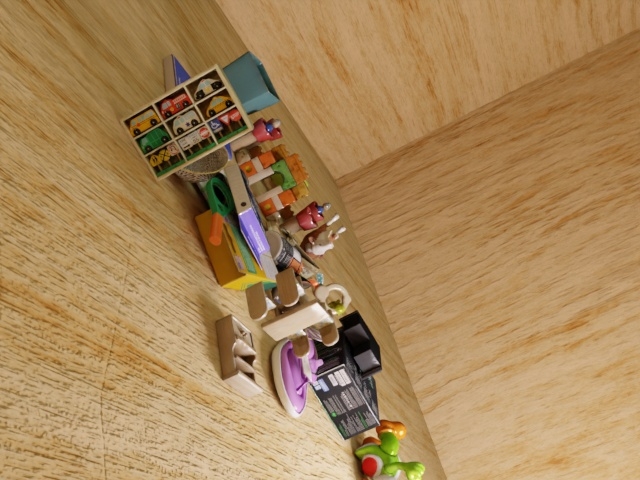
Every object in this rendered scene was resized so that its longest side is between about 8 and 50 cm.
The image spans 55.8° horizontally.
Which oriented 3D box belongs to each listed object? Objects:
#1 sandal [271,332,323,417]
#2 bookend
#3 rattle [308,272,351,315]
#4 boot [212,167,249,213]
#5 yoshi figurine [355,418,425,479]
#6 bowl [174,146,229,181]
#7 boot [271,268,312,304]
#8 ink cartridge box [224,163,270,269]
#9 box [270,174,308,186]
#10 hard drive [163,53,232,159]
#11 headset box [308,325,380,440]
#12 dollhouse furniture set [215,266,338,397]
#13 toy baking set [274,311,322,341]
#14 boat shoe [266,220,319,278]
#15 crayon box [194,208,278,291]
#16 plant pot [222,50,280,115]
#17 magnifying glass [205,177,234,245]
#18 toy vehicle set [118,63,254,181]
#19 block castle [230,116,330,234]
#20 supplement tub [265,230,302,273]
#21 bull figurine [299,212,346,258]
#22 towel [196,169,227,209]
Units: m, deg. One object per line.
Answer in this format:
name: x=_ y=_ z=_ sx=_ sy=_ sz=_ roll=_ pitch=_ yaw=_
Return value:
sandal: x=-0.049 y=0.334 z=1.688 sx=0.169 sy=0.102 sz=0.416 roll=62 pitch=11 yaw=-11
bookend: x=0.126 y=0.330 z=1.921 sx=0.156 sy=0.072 sz=0.157 roll=59 pitch=12 yaw=-16
rattle: x=0.017 y=0.208 z=2.430 sx=0.200 sy=0.130 sz=0.143 roll=34 pitch=6 yaw=-12
boot: x=-0.261 y=-0.148 z=1.694 sx=0.208 sy=0.076 sz=0.189 roll=46 pitch=36 yaw=-71
yoshi figurine: x=0.236 y=0.744 z=1.882 sx=0.362 sy=0.203 sz=0.203 roll=-86 pitch=155 yaw=-64
bowl: x=-0.332 y=-0.204 z=1.576 sx=0.170 sy=0.080 sz=0.170 roll=14 pitch=43 yaw=-14
boot: x=-0.100 y=0.152 z=1.856 sx=0.082 sy=0.106 sz=0.219 roll=32 pitch=4 yaw=23
ink cartridge box: x=-0.182 y=-0.059 z=1.571 sx=0.206 sy=0.045 sz=0.208 roll=72 pitch=0 yaw=-58
box: x=-0.132 y=-0.262 z=2.570 sx=0.042 sy=0.178 sz=0.109 roll=-50 pitch=123 yaw=-31
hard drive: x=-0.397 y=-0.426 z=1.970 sx=0.318 sy=0.040 sz=0.210 roll=53 pitch=15 yaw=-48
headset box: x=0.076 y=0.447 z=1.956 sx=0.246 sy=0.131 sz=0.283 roll=61 pitch=11 yaw=-16
dollhouse furniture set: x=-0.097 y=0.216 z=1.345 sx=0.212 sy=0.242 sz=0.161 roll=52 pitch=16 yaw=-47
toy baking set: x=-0.047 y=0.251 z=1.827 sx=0.197 sy=0.030 sz=0.256 roll=29 pitch=1 yaw=20
boat shoe: x=-0.103 y=0.027 z=2.192 sx=0.285 sy=0.089 sz=0.104 roll=56 pitch=13 yaw=-37
crayon box: x=-0.224 y=0.027 z=1.620 sx=0.203 sy=0.083 sz=0.323 roll=67 pitch=10 yaw=14
plant pot: x=-0.299 y=-0.533 z=2.174 sx=0.165 sy=0.234 sz=0.166 roll=64 pitch=9 yaw=3
magnifying glass: x=-0.247 y=-0.071 z=1.462 sx=0.092 sy=0.026 sz=0.231 roll=49 pitch=20 yaw=-34
toy vehicle set: x=-0.309 y=-0.270 z=1.403 sx=0.165 sy=0.267 sz=0.035 roll=60 pitch=10 yaw=-16
block castle: x=-0.142 y=-0.249 z=2.330 sx=0.453 sy=0.213 sz=0.303 roll=63 pitch=10 yaw=-6
supplement tub: x=-0.133 y=0.052 z=1.916 sx=0.190 sy=0.117 sz=0.116 roll=47 pitch=20 yaw=-60
bull figurine: x=0.000 y=0.000 z=2.319 sx=0.101 sy=0.188 sz=0.310 roll=51 pitch=-21 yaw=-4
towel: x=-0.364 y=-0.253 z=1.739 sx=0.324 sy=0.038 sz=0.248 roll=62 pitch=12 yaw=-21
